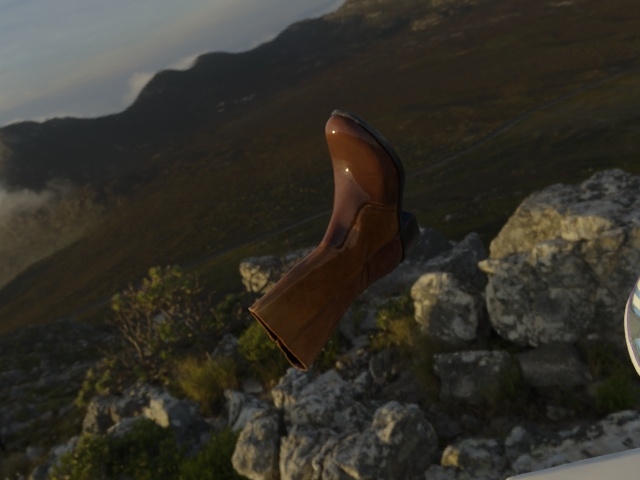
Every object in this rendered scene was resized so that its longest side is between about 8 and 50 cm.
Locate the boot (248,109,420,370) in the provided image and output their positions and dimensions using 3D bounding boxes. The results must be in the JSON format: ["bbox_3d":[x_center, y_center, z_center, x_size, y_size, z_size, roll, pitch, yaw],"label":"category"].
[{"bbox_3d":[0.000,0.000,0.769,0.096,0.264,0.280,25,59,41],"label":"boot"}]

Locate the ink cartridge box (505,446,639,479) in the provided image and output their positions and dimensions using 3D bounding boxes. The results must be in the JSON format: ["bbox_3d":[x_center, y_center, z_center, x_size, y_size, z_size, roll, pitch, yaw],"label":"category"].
[{"bbox_3d":[0.328,0.443,0.519,0.166,0.395,0.286,-21,24,18],"label":"ink cartridge box"}]

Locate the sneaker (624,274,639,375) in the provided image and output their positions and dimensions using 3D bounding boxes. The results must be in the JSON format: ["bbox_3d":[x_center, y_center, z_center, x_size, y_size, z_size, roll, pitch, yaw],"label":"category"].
[{"bbox_3d":[0.569,0.077,0.879,0.130,0.323,0.236,9,-9,20],"label":"sneaker"}]
